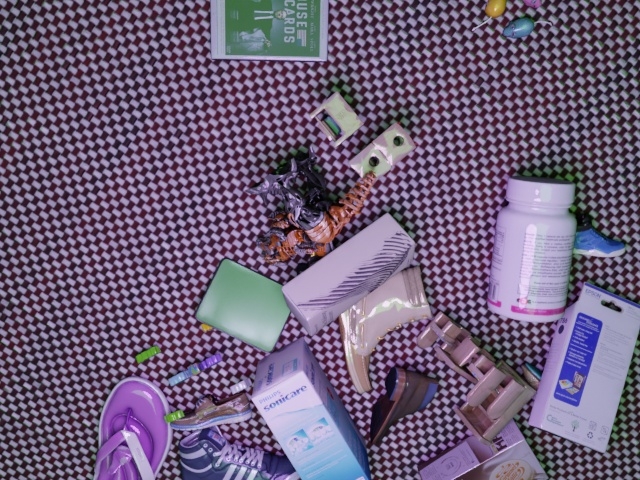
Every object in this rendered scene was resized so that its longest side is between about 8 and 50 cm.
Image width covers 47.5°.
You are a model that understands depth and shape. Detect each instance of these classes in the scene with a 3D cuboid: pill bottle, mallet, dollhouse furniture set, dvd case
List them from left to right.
[{"bbox_3d":[-0.103,-0.456,1.475,0.239,0.029,0.179,1,102,0],"label":"dvd case"},{"bbox_3d":[0.000,0.000,1.568,0.062,0.039,0.189,16,97,-3],"label":"mallet"},{"bbox_3d":[0.087,-0.222,1.476,0.129,0.129,0.183,-40,94,7],"label":"dollhouse furniture set"},{"bbox_3d":[0.318,0.309,1.547,0.242,0.212,0.161,35,99,-35],"label":"dollhouse furniture set"},{"bbox_3d":[0.442,0.014,1.510,0.161,0.160,0.283,4,102,-1],"label":"pill bottle"}]

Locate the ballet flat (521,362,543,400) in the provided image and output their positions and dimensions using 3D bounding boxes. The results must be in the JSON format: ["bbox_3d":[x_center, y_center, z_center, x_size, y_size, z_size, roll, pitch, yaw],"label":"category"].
[{"bbox_3d":[0.522,0.352,1.628,0.206,0.073,0.067,33,109,-4],"label":"ballet flat"}]

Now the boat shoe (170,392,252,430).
[{"bbox_3d":[-0.248,0.379,1.630,0.183,0.066,0.066,-9,94,-6],"label":"boat shoe"}]

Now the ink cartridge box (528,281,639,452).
[{"bbox_3d":[0.579,0.272,1.576,0.165,0.065,0.332,23,80,-9],"label":"ink cartridge box"}]

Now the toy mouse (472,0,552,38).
[{"bbox_3d":[0.411,-0.469,1.476,0.143,0.031,0.161,26,100,-6],"label":"toy mouse"}]

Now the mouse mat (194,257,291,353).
[{"bbox_3d":[-0.159,0.141,1.579,0.190,0.007,0.152,27,78,-6],"label":"mouse mat"}]

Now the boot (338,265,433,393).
[{"bbox_3d":[0.145,0.193,1.575,0.204,0.095,0.261,-9,92,2],"label":"boot"}]

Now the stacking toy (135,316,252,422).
[{"bbox_3d":[-0.275,0.284,1.593,0.221,0.052,0.167,-26,81,7],"label":"stacking toy"}]

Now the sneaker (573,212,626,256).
[{"bbox_3d":[0.582,-0.014,1.557,0.152,0.058,0.084,5,110,5],"label":"sneaker"}]

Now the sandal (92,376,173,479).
[{"bbox_3d":[-0.438,0.511,1.630,0.169,0.102,0.416,14,101,-4],"label":"sandal"}]

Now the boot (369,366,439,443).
[{"bbox_3d":[0.182,0.377,1.611,0.106,0.082,0.219,10,123,-13],"label":"boot"}]

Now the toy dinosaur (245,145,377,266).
[{"bbox_3d":[-0.018,-0.064,1.480,0.322,0.164,0.218,-32,97,16],"label":"toy dinosaur"}]

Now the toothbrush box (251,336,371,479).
[{"bbox_3d":[-0.018,0.385,1.553,0.126,0.216,0.295,-30,99,5],"label":"toothbrush box"}]

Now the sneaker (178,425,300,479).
[{"bbox_3d":[-0.184,0.485,1.630,0.282,0.099,0.153,-8,103,4],"label":"sneaker"}]

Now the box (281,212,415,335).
[{"bbox_3d":[0.059,0.069,1.490,0.275,0.113,0.094,-36,67,-11],"label":"box"}]

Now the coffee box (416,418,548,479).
[{"bbox_3d":[0.361,0.520,1.631,0.247,0.098,0.141,-31,113,5],"label":"coffee box"}]
